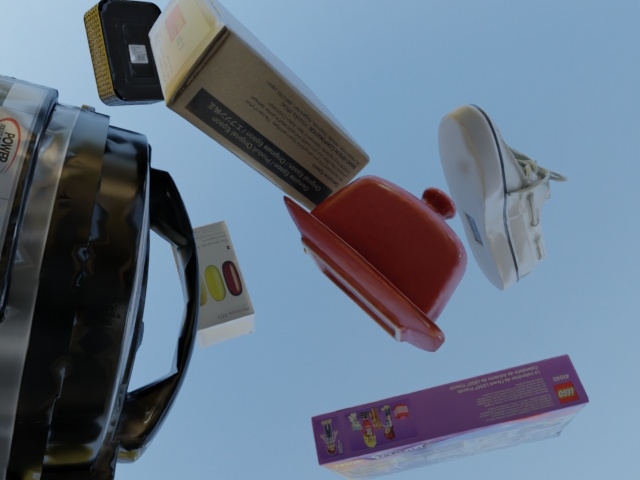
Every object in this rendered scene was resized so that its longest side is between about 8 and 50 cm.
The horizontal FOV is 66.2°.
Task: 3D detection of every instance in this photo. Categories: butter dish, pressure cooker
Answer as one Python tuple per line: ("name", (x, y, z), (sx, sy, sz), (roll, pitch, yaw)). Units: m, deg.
("butter dish", (0.066, 0.004, 0.415), (0.160, 0.160, 0.118), (42, -96, 18))
("pressure cooker", (-0.321, 0.034, 0.448), (0.375, 0.421, 0.369), (32, -72, 63))

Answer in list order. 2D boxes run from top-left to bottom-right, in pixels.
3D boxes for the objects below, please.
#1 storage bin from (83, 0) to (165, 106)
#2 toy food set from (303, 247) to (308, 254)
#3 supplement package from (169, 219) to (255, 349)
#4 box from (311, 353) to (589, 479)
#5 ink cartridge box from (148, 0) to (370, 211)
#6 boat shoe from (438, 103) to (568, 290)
("storage bin", (-0.365, -0.356, 0.943), (0.084, 0.122, 0.180), (6, -72, 47))
("toy food set", (0.000, 0.000, 1.139), (0.083, 0.082, 0.020), (-12, -121, -21))
("supplement package", (-0.247, 0.101, 1.125), (0.139, 0.134, 0.244), (-16, -115, -16))
("box", (0.155, 0.231, 0.609), (0.293, 0.201, 0.057), (-16, -123, 6))
("ink cartridge box", (-0.074, -0.160, 0.526), (0.088, 0.193, 0.234), (-45, -141, 14))
("boat shoe", (0.306, -0.078, 0.775), (0.157, 0.367, 0.136), (-31, -144, -1))
